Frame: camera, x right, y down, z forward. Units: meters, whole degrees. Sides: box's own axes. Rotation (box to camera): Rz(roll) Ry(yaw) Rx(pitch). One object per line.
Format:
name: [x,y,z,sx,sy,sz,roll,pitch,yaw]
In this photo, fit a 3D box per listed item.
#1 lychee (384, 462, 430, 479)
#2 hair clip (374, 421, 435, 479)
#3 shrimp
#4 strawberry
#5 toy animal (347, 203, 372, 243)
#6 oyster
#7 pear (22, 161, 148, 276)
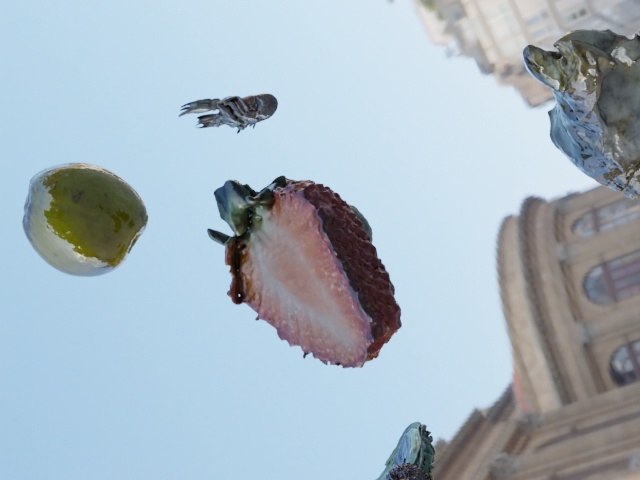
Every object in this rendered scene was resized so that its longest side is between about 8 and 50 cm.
lychee: [0.115,0.325,1.374,0.083,0.067,0.068,55,162,-15]
hair clip: [0.092,0.432,1.646,0.091,0.321,0.138,35,-160,-6]
shrimp: [-0.079,-0.113,0.950,0.038,0.092,0.029,61,-147,-62]
strawberry: [-0.006,0.027,1.187,0.106,0.188,0.286,-13,-132,-42]
toy animal: [0.000,0.000,1.410,0.098,0.137,0.098,25,-119,-57]
oyster: [0.349,-0.147,1.220,0.337,0.198,0.133,41,-111,-53]
pear: [-0.312,-0.027,1.388,0.162,0.149,0.149,23,-143,-10]
